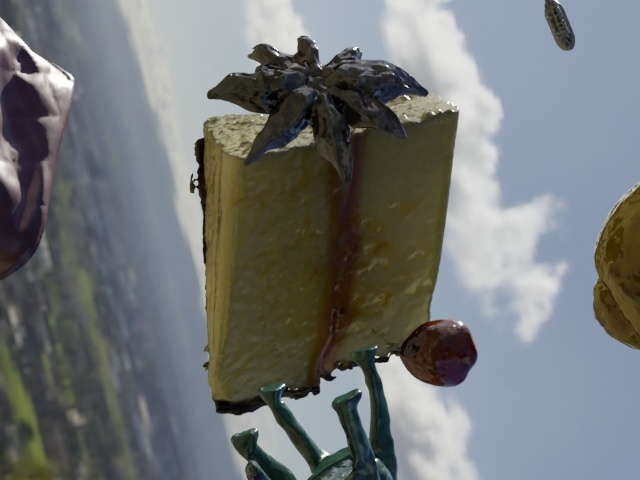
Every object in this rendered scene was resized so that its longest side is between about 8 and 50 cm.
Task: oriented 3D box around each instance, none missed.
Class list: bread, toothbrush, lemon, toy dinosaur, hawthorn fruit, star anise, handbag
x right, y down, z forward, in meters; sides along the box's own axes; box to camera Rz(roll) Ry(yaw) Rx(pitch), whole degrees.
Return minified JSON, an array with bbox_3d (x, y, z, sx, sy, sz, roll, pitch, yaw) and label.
[{"bbox_3d":[0.000,0.000,2.167,0.242,0.345,0.405,-162,-107,-71],"label":"bread"},{"bbox_3d":[0.201,-0.360,1.782,0.029,0.024,0.354,34,34,-69],"label":"toothbrush"},{"bbox_3d":[0.500,0.017,2.101,0.285,0.316,0.285,44,-26,28],"label":"lemon"},{"bbox_3d":[0.041,0.289,1.536,0.383,0.129,0.331,-44,116,-70],"label":"toy dinosaur"},{"bbox_3d":[0.130,0.127,1.912,0.081,0.093,0.081,-24,-119,54],"label":"hawthorn fruit"},{"bbox_3d":[-0.004,-0.132,1.565,0.061,0.204,0.181,102,1,-54],"label":"star anise"},{"bbox_3d":[-0.262,-0.068,1.121,0.135,0.146,0.225,47,30,-32],"label":"handbag"}]
